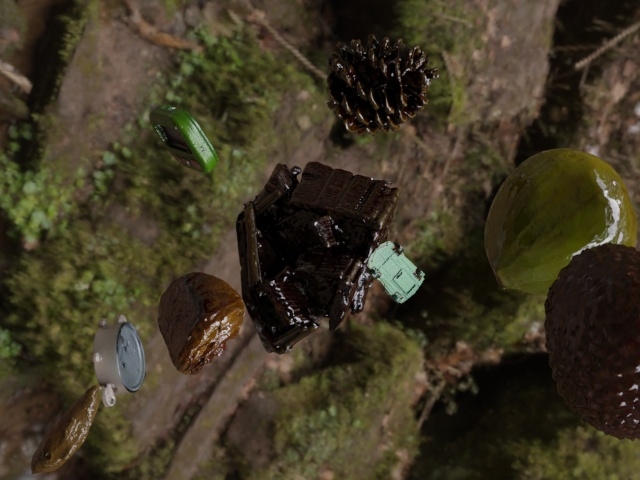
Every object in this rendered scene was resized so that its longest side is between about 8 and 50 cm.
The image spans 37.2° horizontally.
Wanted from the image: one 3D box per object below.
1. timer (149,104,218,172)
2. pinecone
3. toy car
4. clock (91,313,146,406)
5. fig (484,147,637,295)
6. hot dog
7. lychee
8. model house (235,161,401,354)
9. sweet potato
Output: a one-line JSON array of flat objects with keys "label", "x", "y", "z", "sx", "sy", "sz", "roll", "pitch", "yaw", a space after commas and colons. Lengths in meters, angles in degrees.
[{"label": "timer", "x": -0.241, "y": -0.181, "z": 1.678, "sx": 0.047, "sy": 0.140, "sz": 0.128, "roll": -43, "pitch": 123, "yaw": -19}, {"label": "pinecone", "x": 0.135, "y": -0.358, "z": 2.178, "sx": 0.243, "sy": 0.257, "sz": 0.243, "roll": 167, "pitch": -90, "yaw": -87}, {"label": "toy car", "x": 0.101, "y": 0.042, "z": 1.336, "sx": 0.059, "sy": 0.035, "sz": 0.122, "roll": -46, "pitch": 131, "yaw": -3}, {"label": "clock", "x": -0.421, "y": 0.247, "z": 1.998, "sx": 0.229, "sy": 0.063, "sz": 0.155, "roll": -91, "pitch": 170, "yaw": -45}, {"label": "fig", "x": 0.520, "y": -0.032, "z": 2.118, "sx": 0.343, "sy": 0.343, "sz": 0.343, "roll": -46, "pitch": 147, "yaw": -42}, {"label": "hot dog", "x": -0.208, "y": 0.140, "z": 1.608, "sx": 0.099, "sy": 0.227, "sz": 0.160, "roll": 37, "pitch": 100, "yaw": -24}, {"label": "lychee", "x": 0.296, "y": 0.090, "z": 0.886, "sx": 0.194, "sy": 0.194, "sz": 0.194, "roll": -46, "pitch": 147, "yaw": -42}, {"label": "model house", "x": 0.000, "y": 0.000, "z": 1.781, "sx": 0.297, "sy": 0.282, "sz": 0.317, "roll": 56, "pitch": 33, "yaw": -13}, {"label": "sweet potato", "x": -0.388, "y": 0.298, "z": 1.467, "sx": 0.060, "sy": 0.068, "sz": 0.206, "roll": 23, "pitch": 110, "yaw": -34}]
